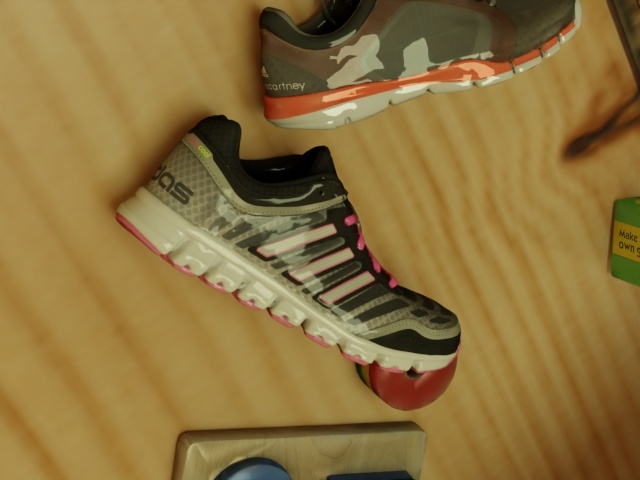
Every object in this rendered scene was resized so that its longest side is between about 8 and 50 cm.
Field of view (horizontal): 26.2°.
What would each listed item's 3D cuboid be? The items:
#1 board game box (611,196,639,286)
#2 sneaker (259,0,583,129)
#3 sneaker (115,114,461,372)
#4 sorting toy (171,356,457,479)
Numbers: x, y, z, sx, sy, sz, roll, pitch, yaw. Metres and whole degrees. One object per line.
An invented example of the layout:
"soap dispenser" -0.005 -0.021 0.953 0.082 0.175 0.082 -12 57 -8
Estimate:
"board game box" 0.314 0.022 0.624 0.213 0.317 0.046 -6 106 -25
"sneaker" 0.045 -0.098 0.602 0.157 0.061 0.065 -20 109 -19
"sneaker" 0.000 0.000 0.603 0.170 0.063 0.075 28 95 -18
"sorting toy" -0.011 0.170 0.676 0.132 0.046 0.275 2 107 -27
